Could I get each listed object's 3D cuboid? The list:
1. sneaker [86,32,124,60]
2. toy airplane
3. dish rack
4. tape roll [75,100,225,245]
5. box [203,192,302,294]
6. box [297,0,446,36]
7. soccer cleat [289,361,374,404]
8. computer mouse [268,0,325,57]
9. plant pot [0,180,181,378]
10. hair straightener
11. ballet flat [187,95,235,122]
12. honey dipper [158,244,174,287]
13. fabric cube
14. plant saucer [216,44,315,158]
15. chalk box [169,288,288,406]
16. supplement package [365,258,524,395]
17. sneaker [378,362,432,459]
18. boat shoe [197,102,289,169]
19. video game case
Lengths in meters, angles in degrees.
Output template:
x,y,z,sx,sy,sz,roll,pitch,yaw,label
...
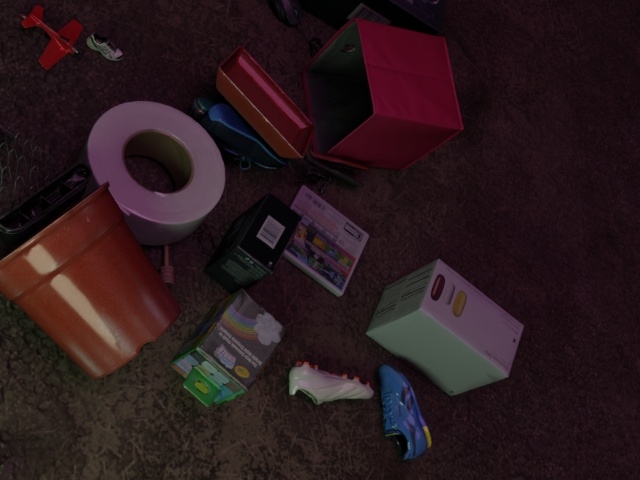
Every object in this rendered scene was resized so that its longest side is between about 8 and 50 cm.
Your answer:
x,y,z,sx,sy,sz,roll,pitch,yaw,label
-0.452,-0.409,1.895,0.083,0.037,0.032,23,56,-25,sneaker
-0.549,-0.425,1.843,0.151,0.028,0.151,15,60,-28,toy airplane
-0.577,-0.121,1.616,0.271,0.074,0.208,35,49,11,dish rack
-0.338,-0.134,1.788,0.286,0.100,0.286,15,57,-24,tape roll
-0.139,0.009,1.832,0.093,0.158,0.156,38,53,-14,box
0.147,-0.685,2.325,0.343,0.179,0.312,26,56,-22,box
0.020,0.309,1.866,0.196,0.068,0.076,20,74,-23,soccer cleat
-0.045,-0.531,2.216,0.242,0.041,0.071,52,51,-3,computer mouse
-0.403,0.082,1.577,0.265,0.272,0.272,54,51,-11,plant pot
0.014,-0.152,2.056,0.230,0.047,0.089,13,89,-44,hair straightener
-0.219,-0.282,1.971,0.188,0.070,0.070,-3,70,-49,ballet flat
-0.309,0.016,1.801,0.030,0.030,0.160,11,61,-29,honey dipper
0.141,-0.336,2.113,0.258,0.254,0.259,3,68,-31,fabric cube
-0.125,-0.298,1.974,0.259,0.048,0.258,47,19,-13,plant saucer
-0.187,0.223,1.723,0.132,0.132,0.213,44,53,-10,chalk box
0.276,0.199,1.990,0.262,0.204,0.145,37,54,-15,supplement package
0.164,0.367,1.927,0.082,0.069,0.209,-16,79,-33,sneaker
-0.172,-0.223,1.956,0.258,0.089,0.109,32,37,-45,boat shoe
0.000,0.000,2.016,0.201,0.023,0.183,37,53,-15,video game case
